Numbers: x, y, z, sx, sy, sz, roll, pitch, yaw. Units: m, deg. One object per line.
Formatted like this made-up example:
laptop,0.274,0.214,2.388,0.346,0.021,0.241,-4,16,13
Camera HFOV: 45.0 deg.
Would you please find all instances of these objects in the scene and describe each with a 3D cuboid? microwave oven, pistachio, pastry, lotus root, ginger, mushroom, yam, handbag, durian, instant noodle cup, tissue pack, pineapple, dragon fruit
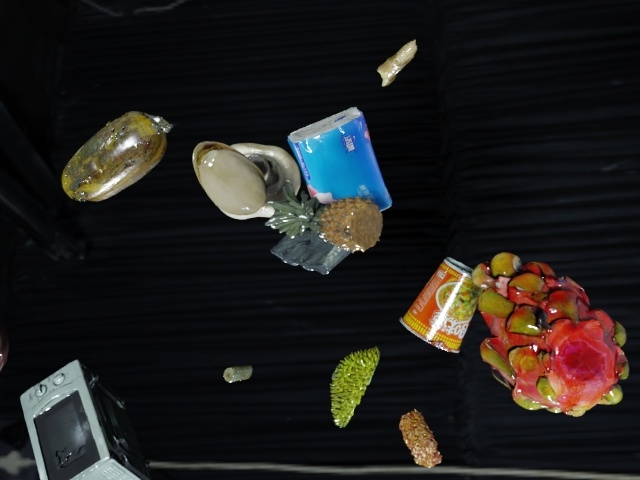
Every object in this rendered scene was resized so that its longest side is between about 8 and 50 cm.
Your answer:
microwave oven,-0.531,0.460,1.776,0.295,0.181,0.237,52,174,43
pistachio,-0.205,-0.139,1.746,0.206,0.129,0.131,40,-97,-37
pastry,0.256,0.504,1.986,0.169,0.087,0.063,-122,35,-53
lotus root,-0.605,-0.247,2.292,0.179,0.397,0.196,54,-165,-4
ginger,0.168,-0.397,1.732,0.137,0.057,0.044,-41,56,56
mushroom,-0.189,-0.184,2.234,0.260,0.254,0.234,-47,-10,-21
yam,-0.225,0.366,2.129,0.094,0.043,0.043,7,-101,-58
handbag,0.000,0.000,1.757,0.089,0.175,0.270,58,160,-22
durian,0.071,0.360,1.928,0.137,0.095,0.221,23,-91,-82
instant noodle cup,0.344,0.167,2.084,0.212,0.193,0.193,-62,-1,10
tissue pack,0.056,-0.182,2.000,0.137,0.209,0.270,-129,17,-67
pineapple,0.007,-0.046,1.595,0.130,0.277,0.119,3,-83,-42
dragon fruit,0.392,0.153,1.346,0.243,0.227,0.307,-30,61,56

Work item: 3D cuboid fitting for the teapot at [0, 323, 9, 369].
teapot,-0.902,0.283,1.816,0.233,0.312,0.315,-100,21,-72
